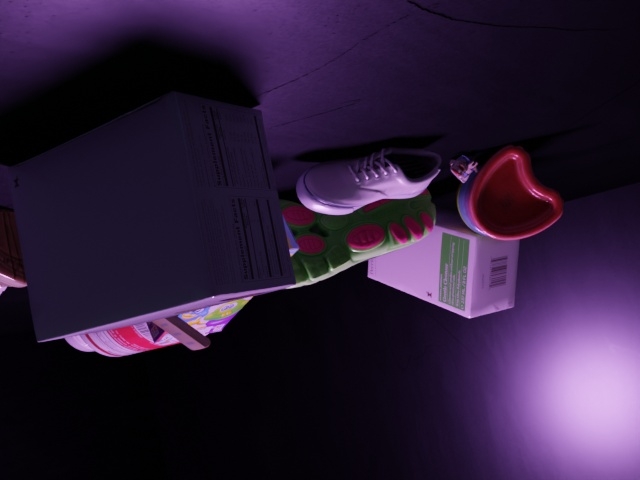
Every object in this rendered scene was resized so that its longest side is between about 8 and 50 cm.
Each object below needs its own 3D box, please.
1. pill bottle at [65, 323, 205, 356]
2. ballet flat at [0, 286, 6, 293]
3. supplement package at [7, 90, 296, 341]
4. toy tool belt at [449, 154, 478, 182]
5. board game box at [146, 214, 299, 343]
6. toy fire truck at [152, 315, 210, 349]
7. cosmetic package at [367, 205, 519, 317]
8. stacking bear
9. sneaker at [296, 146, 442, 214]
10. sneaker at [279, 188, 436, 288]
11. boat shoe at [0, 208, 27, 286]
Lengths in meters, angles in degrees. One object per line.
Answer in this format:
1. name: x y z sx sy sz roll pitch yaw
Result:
1. pill bottle: -0.438 0.151 1.739 0.407 0.229 0.229 -17 173 36
2. ballet flat: -0.692 0.098 1.469 0.203 0.074 0.074 -13 174 2
3. supplement package: -0.189 -0.016 0.801 0.261 0.204 0.145 -16 173 31
4. toy tool belt: 0.276 -0.144 1.396 0.051 0.052 0.083 -45 171 8
5. board game box: -0.184 0.035 1.204 0.142 0.144 0.275 -7 151 -43
6. toy fire truck: -0.271 0.053 1.073 0.158 0.247 0.217 -10 173 -21
7. cosmetic package: 0.281 0.033 1.732 0.155 0.197 0.365 -9 -164 -34
8. stacking bear: 0.361 -0.091 1.534 0.164 0.175 0.289 -39 -175 4
9. sneaker: 0.081 -0.109 1.160 0.258 0.094 0.091 -14 158 -33
10. sneaker: 0.000 0.000 1.476 0.482 0.185 0.202 -10 170 -19
11. boat shoe: -0.466 0.021 1.061 0.098 0.109 0.302 -13 180 -4
